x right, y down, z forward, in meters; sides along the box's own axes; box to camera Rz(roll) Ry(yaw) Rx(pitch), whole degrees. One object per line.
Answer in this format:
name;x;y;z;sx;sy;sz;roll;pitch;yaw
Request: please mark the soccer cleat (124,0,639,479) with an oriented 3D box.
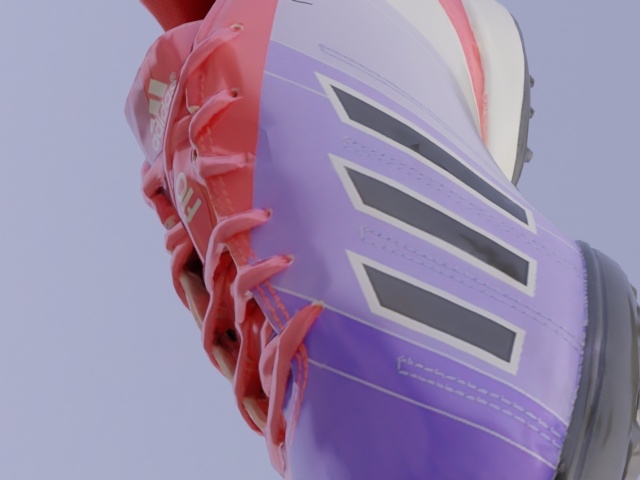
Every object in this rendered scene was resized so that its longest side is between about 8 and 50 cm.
soccer cleat;0.000;0.000;0.499;0.116;0.318;0.109;26;-65;-15
